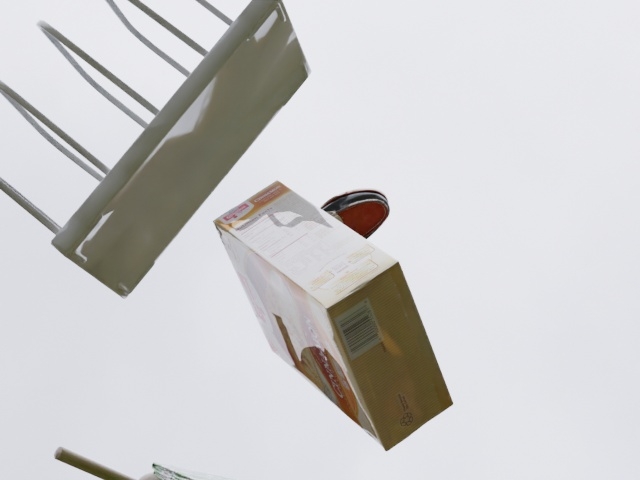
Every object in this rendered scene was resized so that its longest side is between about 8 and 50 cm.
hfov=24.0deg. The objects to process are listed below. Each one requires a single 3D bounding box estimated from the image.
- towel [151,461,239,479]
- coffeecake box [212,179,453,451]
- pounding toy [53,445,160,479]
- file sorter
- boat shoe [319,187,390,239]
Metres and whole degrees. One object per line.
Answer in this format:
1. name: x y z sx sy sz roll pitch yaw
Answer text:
1. towel: -0.109 0.266 1.604 0.113 0.023 0.152 17 -7 -23
2. coffeecake box: 0.007 0.053 1.157 0.068 0.185 0.142 -33 -57 -15
3. pounding toy: -0.226 0.363 1.738 0.183 0.237 0.110 20 -69 -34
4. file sorter: -0.171 -0.121 1.336 0.173 0.277 0.193 37 -6 14
5. boat shoe: 0.000 0.000 1.289 0.137 0.043 0.049 -26 -67 -1
